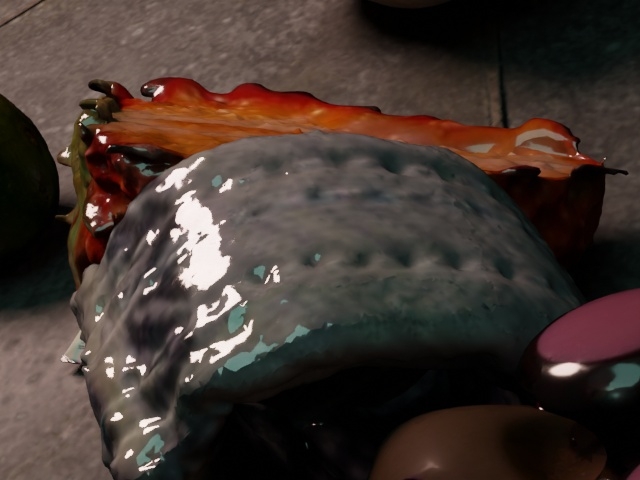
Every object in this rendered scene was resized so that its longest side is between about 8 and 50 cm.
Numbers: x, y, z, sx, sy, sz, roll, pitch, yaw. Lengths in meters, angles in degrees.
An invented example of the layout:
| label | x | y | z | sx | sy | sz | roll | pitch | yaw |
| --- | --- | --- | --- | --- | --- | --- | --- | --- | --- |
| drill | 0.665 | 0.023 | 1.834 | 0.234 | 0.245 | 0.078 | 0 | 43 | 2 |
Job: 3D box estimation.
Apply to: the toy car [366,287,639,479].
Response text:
| label | x | y | z | sx | sy | sz | roll | pitch | yaw |
| --- | --- | --- | --- | --- | --- | --- | --- | --- | --- |
| toy car | 0.072 | 0.185 | 0.527 | 0.240 | 0.271 | 0.340 | -20 | 15 | 3 |

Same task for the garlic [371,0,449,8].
| label | x | y | z | sx | sy | sz | roll | pitch | yaw |
| --- | --- | --- | --- | --- | --- | --- | --- | --- | --- |
| garlic | 0.070 | -0.304 | 1.110 | 0.322 | 0.241 | 0.322 | -6 | 54 | 9 |

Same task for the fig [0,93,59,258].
| label | x | y | z | sx | sy | sz | roll | pitch | yaw |
| --- | --- | --- | --- | --- | --- | --- | --- | --- | --- |
| fig | -0.254 | -0.024 | 1.103 | 0.177 | 0.117 | 0.117 | -35 | 35 | 26 |

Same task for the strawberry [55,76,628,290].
| label | x | y | z | sx | sy | sz | roll | pitch | yaw |
| --- | --- | --- | --- | --- | --- | --- | --- | --- | --- |
| strawberry | -0.012 | -0.004 | 0.908 | 0.280 | 0.150 | 0.253 | 1 | 13 | -23 |

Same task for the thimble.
| label | x | y | z | sx | sy | sz | roll | pitch | yaw |
| --- | --- | --- | --- | --- | --- | --- | --- | --- | --- |
| thimble | 0.015 | 0.072 | 0.734 | 0.217 | 0.245 | 0.157 | -54 | 34 | 21 |

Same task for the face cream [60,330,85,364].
| label | x | y | z | sx | sy | sz | roll | pitch | yaw |
| --- | --- | --- | --- | --- | --- | --- | --- | --- | --- |
| face cream | -0.120 | 0.032 | 1.019 | 0.038 | 0.020 | 0.115 | 5 | 50 | 31 |
